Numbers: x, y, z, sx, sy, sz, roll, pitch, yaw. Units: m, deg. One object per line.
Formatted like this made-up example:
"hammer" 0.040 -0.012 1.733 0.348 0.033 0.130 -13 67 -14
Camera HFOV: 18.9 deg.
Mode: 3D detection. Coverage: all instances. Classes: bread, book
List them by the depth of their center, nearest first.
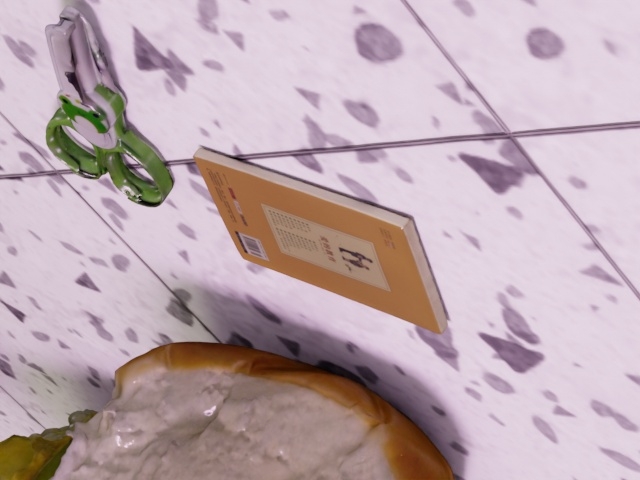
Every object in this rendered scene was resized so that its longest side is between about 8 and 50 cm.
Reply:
"book" 0.000 0.000 1.288 0.172 0.012 0.118 20 151 30
"bread" -0.046 0.206 1.466 0.279 0.225 0.250 13 155 18

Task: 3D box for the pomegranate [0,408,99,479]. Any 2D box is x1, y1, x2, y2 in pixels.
"pomegranate" -0.202 0.286 1.797 0.260 0.260 0.341 26 -177 20

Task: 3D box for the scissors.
"scissors" -0.155 -0.093 1.299 0.101 0.027 0.204 24 155 17
